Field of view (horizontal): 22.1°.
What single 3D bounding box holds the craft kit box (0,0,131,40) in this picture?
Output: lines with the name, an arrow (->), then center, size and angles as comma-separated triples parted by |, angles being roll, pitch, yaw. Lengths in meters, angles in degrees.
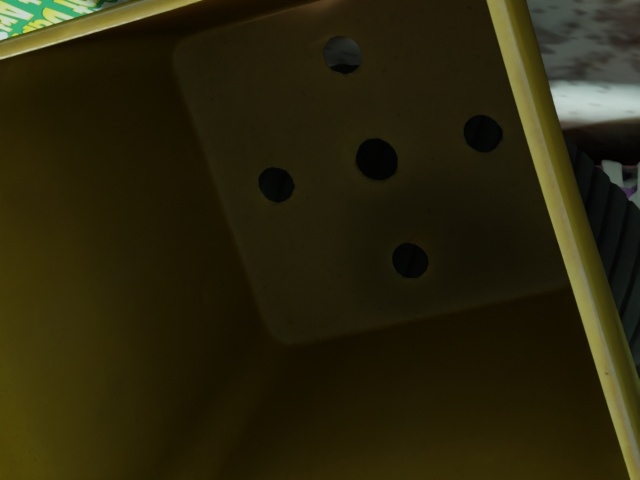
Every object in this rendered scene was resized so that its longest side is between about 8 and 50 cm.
craft kit box -> -0.167, -0.138, 0.560 | 0.247, 0.061, 0.250 | 13, 168, -22

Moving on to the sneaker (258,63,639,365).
sneaker -> 0.000, -0.009, 0.776 | 0.331, 0.122, 0.146 | 21, 157, 10

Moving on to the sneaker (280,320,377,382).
sneaker -> 0.076, 0.138, 0.654 | 0.270, 0.145, 0.090 | 19, 158, 24

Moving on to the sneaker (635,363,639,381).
sneaker -> 0.240, 0.056, 1.031 | 0.262, 0.104, 0.125 | 19, -177, -17

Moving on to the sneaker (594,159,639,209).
sneaker -> 0.160, -0.016, 0.782 | 0.282, 0.102, 0.161 | 14, 149, 10

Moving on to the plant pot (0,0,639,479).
plant pot -> 0.000, 0.000, 0.569 | 0.212, 0.212, 0.187 | -13, -165, 20
